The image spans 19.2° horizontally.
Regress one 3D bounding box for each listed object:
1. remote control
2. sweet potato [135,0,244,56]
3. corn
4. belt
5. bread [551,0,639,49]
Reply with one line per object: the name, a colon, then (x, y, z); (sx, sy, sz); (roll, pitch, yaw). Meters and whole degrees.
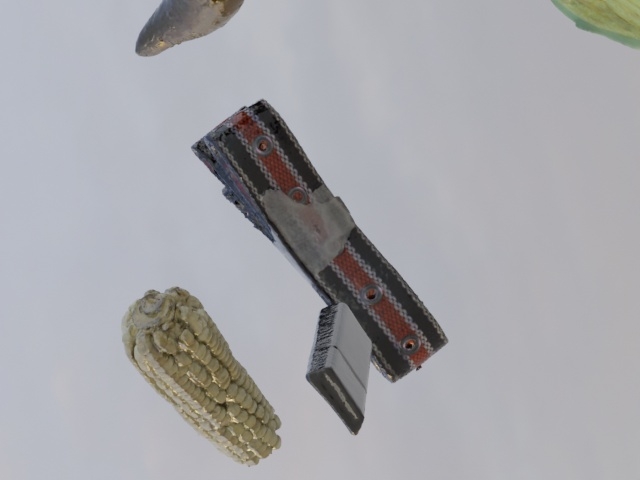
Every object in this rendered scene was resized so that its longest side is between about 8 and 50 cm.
remote control: (0.018, 0.099, 1.512); (0.063, 0.025, 0.245); (55, -172, -7)
sweet potato: (-0.142, -0.316, 2.186); (0.098, 0.124, 0.310); (-57, -13, -38)
corn: (-0.111, 0.127, 1.755); (0.211, 0.087, 0.087); (57, -153, -42)
belt: (0.000, 0.000, 2.100); (0.359, 0.094, 0.126); (50, 167, 9)
bread: (0.312, -0.340, 2.063); (0.045, 0.301, 0.301); (-40, -57, -25)
